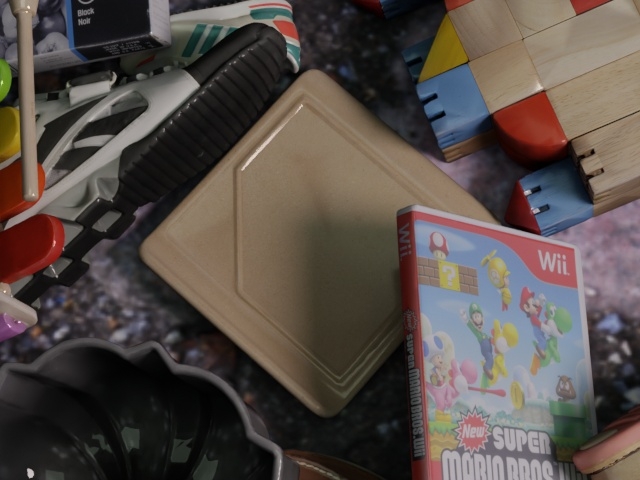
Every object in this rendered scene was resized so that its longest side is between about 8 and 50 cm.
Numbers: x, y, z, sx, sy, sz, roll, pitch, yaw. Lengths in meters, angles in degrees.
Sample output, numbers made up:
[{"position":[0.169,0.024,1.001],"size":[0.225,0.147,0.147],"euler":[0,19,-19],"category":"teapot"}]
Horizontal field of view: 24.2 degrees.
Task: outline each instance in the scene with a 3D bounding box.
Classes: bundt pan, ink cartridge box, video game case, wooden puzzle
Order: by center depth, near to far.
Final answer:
[{"position":[-0.147,0.242,1.129],"size":[0.330,0.124,0.331],"euler":[-4,79,18],"category":"bundt pan"},{"position":[0.146,0.126,1.180],"size":[0.204,0.025,0.285],"euler":[12,67,-40],"category":"video game case"},{"position":[0.000,0.000,1.272],"size":[0.221,0.044,0.239],"euler":[41,74,9],"category":"wooden puzzle"},{"position":[-0.237,-0.250,1.297],"size":[0.206,0.045,0.208],"euler":[-9,75,15],"category":"ink cartridge box"}]

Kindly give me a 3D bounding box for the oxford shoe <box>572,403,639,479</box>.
[{"position":[0.398,0.149,1.188],"size":[0.397,0.140,0.146],"euler":[-17,82,-8],"category":"oxford shoe"}]

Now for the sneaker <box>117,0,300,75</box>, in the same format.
[{"position":[-0.093,-0.159,1.298],"size":[0.161,0.057,0.075],"euler":[-15,71,-8],"category":"sneaker"}]

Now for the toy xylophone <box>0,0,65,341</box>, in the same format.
[{"position":[-0.282,-0.070,1.171],"size":[0.236,0.081,0.323],"euler":[-15,69,33],"category":"toy xylophone"}]

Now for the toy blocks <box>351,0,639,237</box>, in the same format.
[{"position":[0.186,-0.161,1.264],"size":[0.261,0.191,0.381],"euler":[-23,76,5],"category":"toy blocks"}]

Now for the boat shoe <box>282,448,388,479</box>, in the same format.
[{"position":[0.076,0.272,1.162],"size":[0.324,0.116,0.123],"euler":[35,77,7],"category":"boat shoe"}]

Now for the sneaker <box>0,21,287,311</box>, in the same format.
[{"position":[-0.182,-0.094,1.238],"size":[0.330,0.122,0.146],"euler":[-39,71,-2],"category":"sneaker"}]
